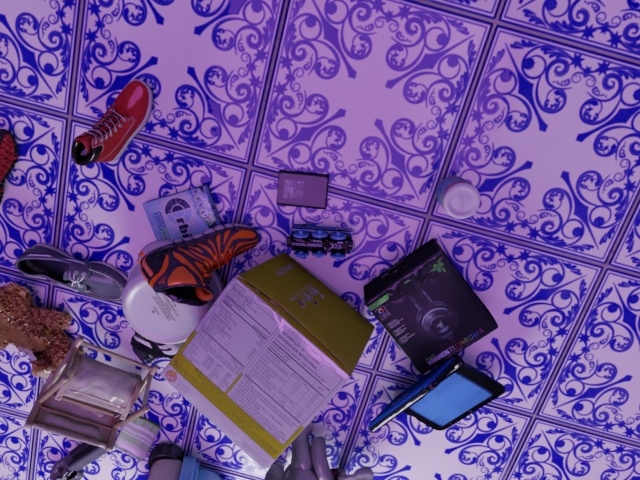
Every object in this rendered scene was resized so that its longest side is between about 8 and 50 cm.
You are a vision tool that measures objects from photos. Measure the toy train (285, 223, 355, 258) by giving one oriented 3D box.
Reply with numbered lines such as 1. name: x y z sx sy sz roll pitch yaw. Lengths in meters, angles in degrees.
1. toy train: 0.000 0.000 1.277 0.184 0.105 0.080 2 110 4

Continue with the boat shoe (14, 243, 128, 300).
1. boat shoe: -0.703 0.106 1.362 0.320 0.099 0.116 22 106 -3

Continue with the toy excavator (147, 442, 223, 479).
1. toy excavator: -0.361 0.906 1.531 0.446 0.222 0.432 10 108 -8

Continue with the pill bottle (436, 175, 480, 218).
1. pill bottle: 0.337 -0.113 1.190 0.087 0.160 0.087 1 107 4

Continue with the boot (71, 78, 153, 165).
1. boot: -0.521 -0.293 1.193 0.088 0.176 0.244 35 104 -4

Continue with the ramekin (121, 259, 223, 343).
1. ramekin: -0.417 0.164 1.323 0.273 0.127 0.272 1 116 2

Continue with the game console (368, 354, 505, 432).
1. game console: 0.319 0.465 1.320 0.173 0.250 0.293 49 127 16

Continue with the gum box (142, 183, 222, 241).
1. gum box: -0.375 -0.056 1.321 0.185 0.041 0.156 -14 105 8

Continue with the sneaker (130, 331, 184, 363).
1. sneaker: -0.462 0.332 1.429 0.217 0.079 0.121 30 110 4

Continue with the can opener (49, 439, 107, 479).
1. can opener: -0.777 0.722 1.577 0.284 0.076 0.095 -34 133 12

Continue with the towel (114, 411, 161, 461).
1. towel: -0.596 0.638 1.551 0.113 0.023 0.152 29 106 -5

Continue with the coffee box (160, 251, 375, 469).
1. coffee box: -0.112 0.276 1.215 0.338 0.338 0.334 40 106 7

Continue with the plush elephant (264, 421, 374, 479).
1. plush elephant: 0.017 0.737 1.424 0.256 0.330 0.271 21 100 -21

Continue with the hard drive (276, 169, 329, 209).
1. hard drive: -0.047 -0.136 1.283 0.135 0.022 0.094 6 106 3

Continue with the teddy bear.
1. teddy bear: -0.861 0.272 1.432 0.338 0.113 0.245 42 112 -16

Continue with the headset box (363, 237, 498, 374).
1. headset box: 0.285 0.168 1.292 0.246 0.131 0.283 -36 100 12

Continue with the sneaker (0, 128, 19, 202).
1. sneaker: -0.922 -0.197 1.289 0.125 0.104 0.261 32 106 -3

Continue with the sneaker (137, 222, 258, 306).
1. sneaker: -0.281 0.070 1.220 0.321 0.180 0.124 -18 145 -29

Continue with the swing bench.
1. swing bench: -0.659 0.453 1.393 0.253 0.165 0.254 32 116 -26
